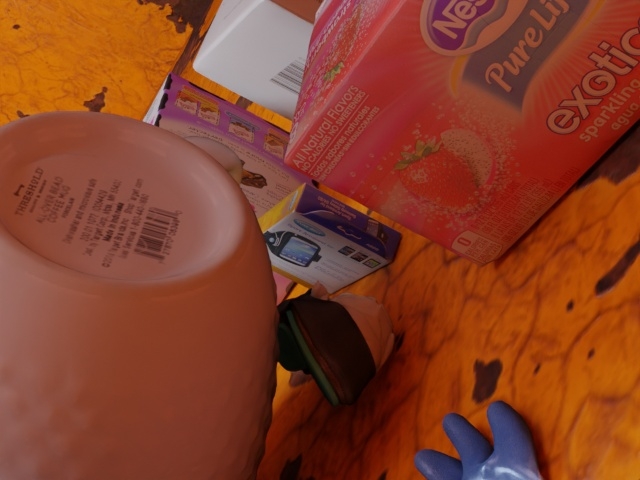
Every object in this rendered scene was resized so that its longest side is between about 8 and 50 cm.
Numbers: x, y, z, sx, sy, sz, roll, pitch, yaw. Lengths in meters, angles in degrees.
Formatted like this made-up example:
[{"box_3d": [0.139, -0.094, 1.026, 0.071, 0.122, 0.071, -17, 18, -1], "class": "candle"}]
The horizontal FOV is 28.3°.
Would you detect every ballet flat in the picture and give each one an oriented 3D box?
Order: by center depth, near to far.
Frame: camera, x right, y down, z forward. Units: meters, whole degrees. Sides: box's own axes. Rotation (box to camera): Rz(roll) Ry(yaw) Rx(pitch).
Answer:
[{"box_3d": [0.008, 0.060, 0.833, 0.074, 0.074, 0.203, -64, 10, -4], "class": "ballet flat"}]

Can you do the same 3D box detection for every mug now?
[{"box_3d": [-0.149, 0.070, 0.855, 0.374, 0.276, 0.328, -58, -9, -53], "class": "mug"}]

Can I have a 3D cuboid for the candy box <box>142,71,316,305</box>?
[{"box_3d": [-0.090, -0.049, 1.149, 0.070, 0.165, 0.196, -55, 17, 29], "class": "candy box"}]

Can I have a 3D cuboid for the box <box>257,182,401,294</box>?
[{"box_3d": [0.000, 0.000, 0.928, 0.136, 0.081, 0.028, -34, 32, 61], "class": "box"}]

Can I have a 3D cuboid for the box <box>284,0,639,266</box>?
[{"box_3d": [0.117, -0.147, 0.663, 0.300, 0.142, 0.154, -50, 21, 41], "class": "box"}]

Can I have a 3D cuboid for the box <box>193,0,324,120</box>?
[{"box_3d": [0.061, -0.271, 1.014, 0.345, 0.168, 0.215, -68, 15, -13], "class": "box"}]

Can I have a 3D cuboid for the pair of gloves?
[{"box_3d": [0.049, 0.173, 0.589, 0.198, 0.023, 0.159, -61, 15, 6], "class": "pair of gloves"}]
